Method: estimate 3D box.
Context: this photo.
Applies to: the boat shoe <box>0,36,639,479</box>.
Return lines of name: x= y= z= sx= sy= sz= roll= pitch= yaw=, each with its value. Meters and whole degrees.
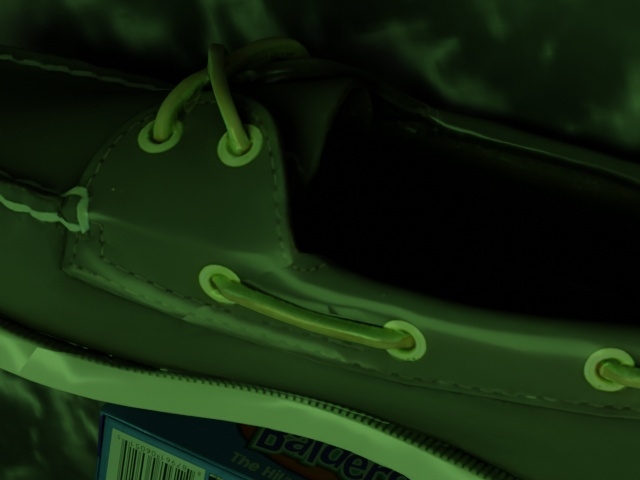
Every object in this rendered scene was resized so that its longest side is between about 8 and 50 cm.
boat shoe: x=0.002 y=-0.002 z=0.436 sx=0.305 sy=0.109 sz=0.091 roll=21 pitch=124 yaw=10

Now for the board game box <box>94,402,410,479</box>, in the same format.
board game box: x=-0.004 y=0.155 z=0.561 sx=0.160 sy=0.047 sz=0.210 roll=22 pitch=124 yaw=16
